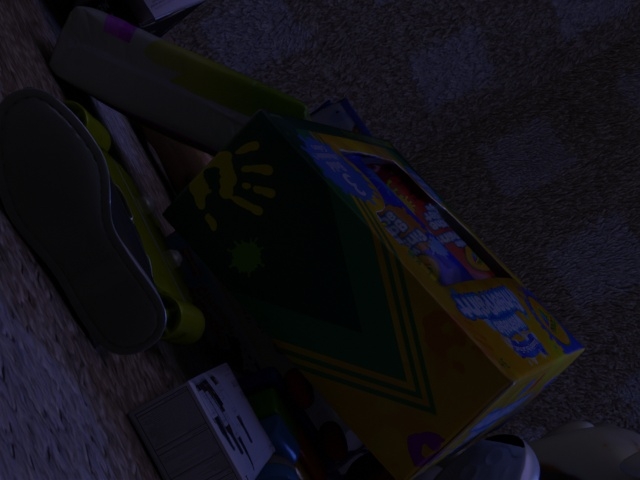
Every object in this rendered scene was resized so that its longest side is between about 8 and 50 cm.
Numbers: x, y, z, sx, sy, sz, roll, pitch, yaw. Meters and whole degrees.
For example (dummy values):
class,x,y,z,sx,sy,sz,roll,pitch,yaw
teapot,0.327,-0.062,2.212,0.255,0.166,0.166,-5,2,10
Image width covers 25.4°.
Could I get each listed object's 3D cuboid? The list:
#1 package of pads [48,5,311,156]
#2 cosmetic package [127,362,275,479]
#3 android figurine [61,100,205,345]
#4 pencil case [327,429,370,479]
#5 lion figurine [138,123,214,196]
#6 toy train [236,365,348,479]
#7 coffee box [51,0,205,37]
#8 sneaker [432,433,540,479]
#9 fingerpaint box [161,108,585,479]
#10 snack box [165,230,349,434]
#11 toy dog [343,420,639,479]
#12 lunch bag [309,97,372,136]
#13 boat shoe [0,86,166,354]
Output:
class,x,y,z,sx,sy,sz,roll,pitch,yaw
package of pads,-0.156,-0.168,1.701,0.296,0.101,0.229,25,0,3
cosmetic package,-0.093,0.163,1.191,0.099,0.060,0.239,62,2,2
android figurine,-0.185,-0.010,1.338,0.248,0.056,0.273,62,4,15
pencil case,0.007,0.168,1.938,0.410,0.183,0.160,60,-21,-16
lion figurine,-0.185,-0.116,2.093,0.392,0.142,0.240,49,7,4
toy train,-0.018,0.254,1.418,0.143,0.105,0.248,-100,164,-51
coffee box,-0.299,-0.398,1.878,0.168,0.119,0.297,-26,-87,53
sneaker,0.185,0.397,1.516,0.130,0.322,0.236,4,-33,51
fingerpaint box,0.083,0.050,1.570,0.371,0.163,0.445,48,14,14
snack box,-0.058,0.101,1.730,0.322,0.060,0.187,62,35,-8
toy dog,0.212,0.367,1.700,0.395,0.408,0.284,132,-49,-68
lunch bag,-0.003,-0.051,2.702,0.385,0.328,0.239,60,-3,21
boat shoe,-0.187,-0.019,1.081,0.068,0.081,0.227,-121,-171,-64
